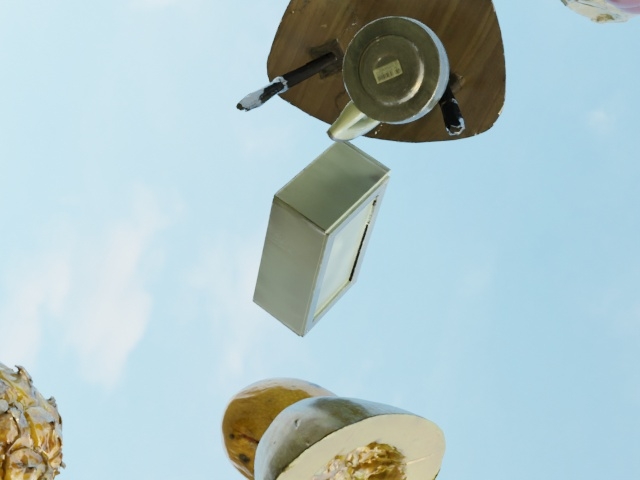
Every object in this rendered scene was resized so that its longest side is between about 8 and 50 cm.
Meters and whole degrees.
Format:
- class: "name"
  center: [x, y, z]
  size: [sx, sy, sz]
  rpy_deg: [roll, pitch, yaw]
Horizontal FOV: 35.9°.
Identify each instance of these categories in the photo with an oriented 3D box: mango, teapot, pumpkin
- class: "mango"
  center: [-0.007, 0.295, 1.389]
  size: [0.295, 0.120, 0.177]
  rpy_deg: [18, -84, 17]
- class: "teapot"
  center: [0.086, -0.165, 1.072]
  size: [0.111, 0.108, 0.149]
  rpy_deg: [23, -75, 20]
- class: "pumpkin"
  center: [0.017, 0.242, 1.095]
  size: [0.110, 0.217, 0.217]
  rpy_deg: [48, -65, 44]

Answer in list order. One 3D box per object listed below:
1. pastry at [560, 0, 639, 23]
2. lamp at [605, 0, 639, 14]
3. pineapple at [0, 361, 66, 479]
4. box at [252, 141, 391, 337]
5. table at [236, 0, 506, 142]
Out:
- class: "pastry"
  center: [0.285, -0.285, 0.931]
  size: [0.088, 0.166, 0.165]
  rpy_deg: [-131, -121, -76]
- class: "lamp"
  center: [0.226, -0.214, 0.697]
  size: [0.092, 0.107, 0.107]
  rpy_deg: [-9, -104, 45]
- class: "pineapple"
  center: [-0.482, 0.279, 1.186]
  size: [0.352, 0.300, 0.352]
  rpy_deg: [-41, -147, 35]
- class: "box"
  center: [0.000, 0.000, 1.216]
  size: [0.086, 0.129, 0.225]
  rpy_deg: [36, -35, 16]
- class: "table"
  center: [0.080, -0.222, 1.155]
  size: [0.317, 0.249, 0.317]
  rpy_deg: [3, -75, 13]
